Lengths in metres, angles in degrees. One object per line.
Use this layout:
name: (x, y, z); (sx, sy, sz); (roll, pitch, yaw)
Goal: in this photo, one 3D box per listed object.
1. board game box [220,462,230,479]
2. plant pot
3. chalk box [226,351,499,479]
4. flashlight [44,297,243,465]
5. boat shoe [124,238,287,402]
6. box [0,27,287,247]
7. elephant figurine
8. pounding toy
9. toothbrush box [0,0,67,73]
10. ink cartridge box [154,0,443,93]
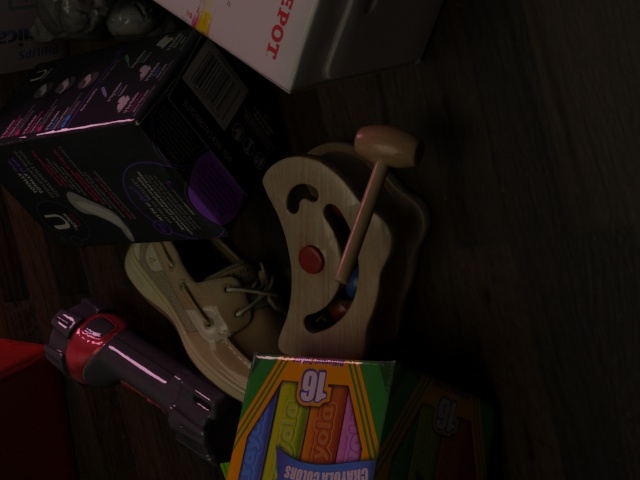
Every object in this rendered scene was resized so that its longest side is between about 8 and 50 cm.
board game box: (-0.062, 0.262, 1.380); (0.092, 0.043, 0.181); (-20, 90, 43)
plant pot: (-0.506, 0.290, 1.634); (0.267, 0.235, 0.267); (4, 106, 40)
chalk box: (0.026, 0.266, 1.138); (0.179, 0.180, 0.289); (-2, 72, 40)
flashlight: (-0.194, 0.163, 1.395); (0.304, 0.103, 0.103); (26, 99, 40)
boat shoe: (-0.097, 0.067, 1.309); (0.302, 0.109, 0.098); (43, 128, 28)
box: (-0.200, -0.100, 1.276); (0.270, 0.143, 0.165); (-3, 136, 40)
elephant figurine: (-0.215, -0.330, 1.272); (0.169, 0.186, 0.239); (-146, 57, -81)
pounding toy: (0.000, 0.000, 1.169); (0.154, 0.155, 0.270); (26, 119, 26)
toothbrush box: (-0.474, -0.275, 1.441); (0.295, 0.216, 0.126); (19, 115, 36)
ink cartridge box: (-0.033, -0.289, 1.078); (0.270, 0.197, 0.198); (37, 124, 26)
